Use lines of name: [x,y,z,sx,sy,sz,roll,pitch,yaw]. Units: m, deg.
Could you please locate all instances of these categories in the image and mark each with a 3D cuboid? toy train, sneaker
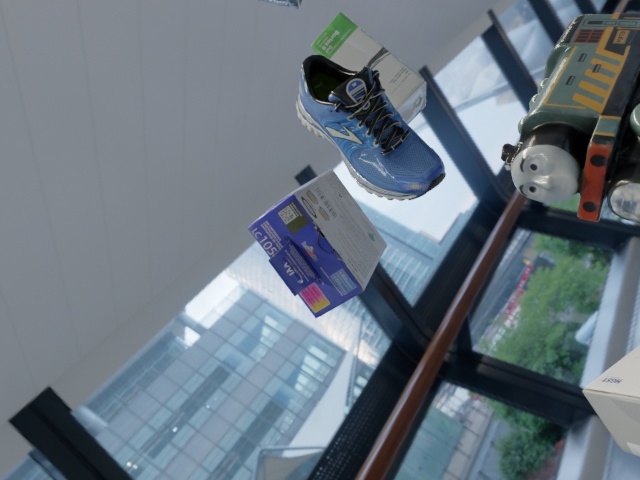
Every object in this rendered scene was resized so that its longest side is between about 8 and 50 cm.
toy train: [0.331,-0.146,0.595,0.333,0.190,0.142,-53,-38,-33]
sneaker: [0.070,-0.195,0.895,0.130,0.330,0.147,-42,-23,-13]

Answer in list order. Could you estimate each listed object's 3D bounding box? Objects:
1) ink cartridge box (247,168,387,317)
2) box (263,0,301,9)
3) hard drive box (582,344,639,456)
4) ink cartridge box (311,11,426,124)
ink cartridge box: [0.000,0.000,1.292,0.151,0.270,0.395,-34,5,21]
box: [-0.200,-0.600,1.133,0.257,0.323,0.079,-77,0,-86]
hard drive box: [0.440,0.139,0.577,0.232,0.089,0.181,-32,-5,-10]
ink cartridge box: [0.135,-0.437,1.435,0.121,0.289,0.211,-48,-12,5]
